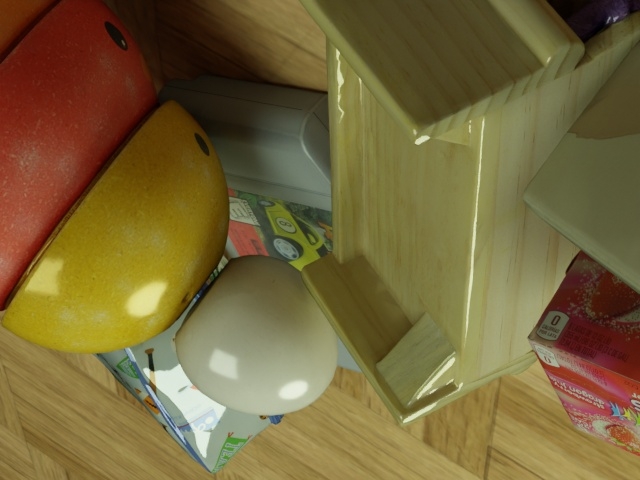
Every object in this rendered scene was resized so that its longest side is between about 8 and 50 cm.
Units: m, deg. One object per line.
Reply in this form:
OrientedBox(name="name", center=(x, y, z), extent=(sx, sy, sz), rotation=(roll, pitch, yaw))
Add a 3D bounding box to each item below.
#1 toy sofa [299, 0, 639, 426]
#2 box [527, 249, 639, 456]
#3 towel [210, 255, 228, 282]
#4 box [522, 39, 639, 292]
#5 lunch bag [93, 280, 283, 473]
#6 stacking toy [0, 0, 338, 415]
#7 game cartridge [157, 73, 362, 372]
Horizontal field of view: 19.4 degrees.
OrientedBox(name="toy sofa", center=(0.091, -0.052, 1.209), extent=(0.150, 0.177, 0.362), rotation=(54, 162, 29))
OrientedBox(name="box", center=(0.274, 0.085, 1.146), extent=(0.257, 0.122, 0.128), rotation=(22, 158, 34))
OrientedBox(name="towel", center=(-0.130, -0.032, 1.579), extent=(0.152, 0.023, 0.113), rotation=(55, 174, -15))
OrientedBox(name="box", center=(0.232, 0.005, 0.932), extent=(0.148, 0.121, 0.311), rotation=(35, -176, -19))
OrientedBox(name="lunch bag", center=(-0.167, 0.062, 1.666), extent=(0.303, 0.115, 0.243), rotation=(40, 166, 44))
OrientedBox(name="stacking toy", center=(-0.188, -0.034, 1.390), extent=(0.480, 0.350, 0.350), rotation=(37, 154, -6))
OrientedBox(name="game cartridge", center=(0.000, 0.000, 1.481), extent=(0.196, 0.060, 0.294), rotation=(9, 140, 41))
